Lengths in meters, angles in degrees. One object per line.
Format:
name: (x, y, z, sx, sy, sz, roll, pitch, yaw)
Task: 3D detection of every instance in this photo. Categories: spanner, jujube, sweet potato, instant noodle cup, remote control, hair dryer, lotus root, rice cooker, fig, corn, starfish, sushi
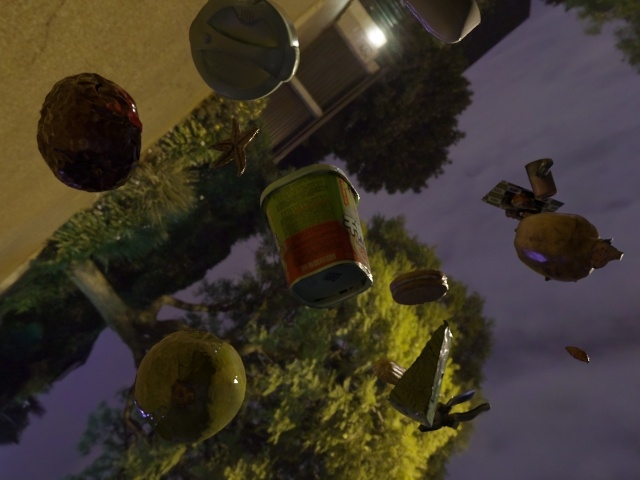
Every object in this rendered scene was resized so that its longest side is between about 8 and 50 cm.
spanner: (0.420, 0.544, 1.507, 0.325, 0.096, 0.040, -5, 123, -39)
jujube: (-0.491, -0.229, 1.011, 0.213, 0.213, 0.232, -34, -128, 24)
sweet potato: (0.752, 0.330, 1.395, 0.034, 0.034, 0.095, -41, -161, -3)
instant noodle cup: (0.000, 0.000, 1.299, 0.294, 0.294, 0.307, -34, -127, 25)
remote control: (0.119, -0.427, 0.694, 0.109, 0.313, 0.055, -47, -173, -35)
hair dryer: (0.364, -0.109, 0.771, 0.037, 0.063, 0.114, -16, 168, 15)
lotus root: (0.524, 0.013, 1.066, 0.140, 0.154, 0.257, -2, -173, -15)
rice cooker: (-0.198, -0.530, 1.310, 0.288, 0.288, 0.277, -36, -161, 16)
fig: (-0.378, 0.426, 1.381, 0.343, 0.343, 0.343, -38, -167, 10)
corn: (0.221, 0.399, 1.425, 0.067, 0.206, 0.067, -17, -122, 29)
starfish: (-0.319, -0.341, 1.761, 0.227, 0.240, 0.043, -21, 158, 24)
sushi: (0.573, -0.093, 1.374, 0.210, 0.193, 0.040, 70, 43, -77)

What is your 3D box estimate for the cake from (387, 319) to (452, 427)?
cake: (0.268, 0.312, 1.106, 0.099, 0.100, 0.235, 29, -108, 38)

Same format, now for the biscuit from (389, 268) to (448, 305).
biscuit: (0.417, 0.201, 2.013, 0.259, 0.259, 0.079, -30, -126, 35)
